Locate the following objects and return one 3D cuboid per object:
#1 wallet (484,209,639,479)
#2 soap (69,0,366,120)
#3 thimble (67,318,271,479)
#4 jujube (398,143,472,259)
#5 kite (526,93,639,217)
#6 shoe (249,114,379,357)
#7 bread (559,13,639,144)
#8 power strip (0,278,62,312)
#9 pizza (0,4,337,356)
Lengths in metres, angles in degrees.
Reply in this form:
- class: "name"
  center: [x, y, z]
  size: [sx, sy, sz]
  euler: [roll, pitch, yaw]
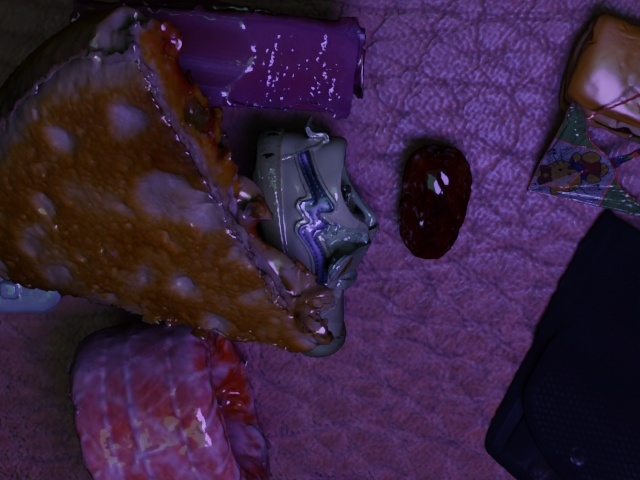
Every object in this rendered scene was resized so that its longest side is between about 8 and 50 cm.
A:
- class: "wallet"
  center: [0.325, 0.164, 1.416]
  size: [0.247, 0.041, 0.323]
  euler: [37, 108, 32]
- class: "soap"
  center: [-0.096, -0.188, 1.335]
  size: [0.289, 0.182, 0.112]
  euler: [7, 104, 7]
- class: "thimble"
  center: [-0.157, 0.196, 1.414]
  size: [0.162, 0.239, 0.239]
  euler: [-16, 104, 8]
- class: "jujube"
  center: [0.125, -0.040, 1.417]
  size: [0.077, 0.077, 0.129]
  euler: [5, 110, 2]
- class: "kite"
  center: [0.328, -0.087, 1.378]
  size: [0.244, 0.006, 0.198]
  euler: [-20, 129, 33]
- class: "shoe"
  center: [-0.007, 0.002, 1.386]
  size: [0.128, 0.140, 0.262]
  euler: [-8, 106, 24]
- class: "bread"
  center: [0.357, -0.156, 1.377]
  size: [0.200, 0.077, 0.116]
  euler: [22, 97, -4]
- class: "power strip"
  center: [-0.420, 0.050, 1.477]
  size: [0.264, 0.059, 0.194]
  euler: [0, 105, 2]
- class: "pizza"
  center: [-0.158, -0.020, 1.301]
  size: [0.406, 0.130, 0.440]
  euler: [36, 138, -13]
